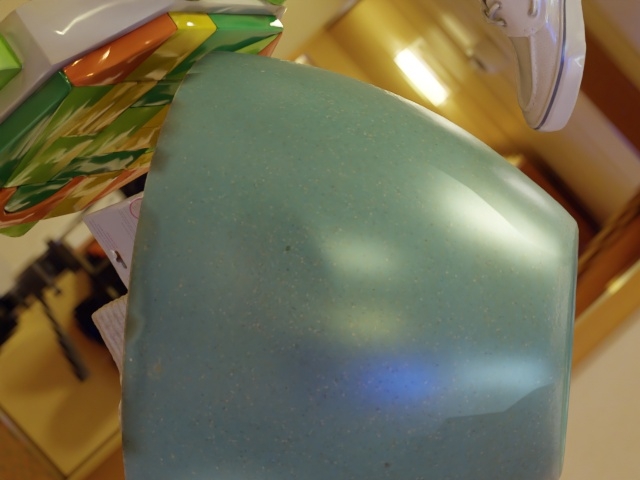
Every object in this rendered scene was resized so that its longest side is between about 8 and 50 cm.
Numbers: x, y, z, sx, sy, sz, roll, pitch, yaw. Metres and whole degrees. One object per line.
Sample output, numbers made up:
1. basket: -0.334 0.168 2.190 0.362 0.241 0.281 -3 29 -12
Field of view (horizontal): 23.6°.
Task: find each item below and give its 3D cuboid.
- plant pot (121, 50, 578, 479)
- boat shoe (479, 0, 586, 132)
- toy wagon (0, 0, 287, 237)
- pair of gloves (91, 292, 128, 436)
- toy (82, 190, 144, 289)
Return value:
1. plant pot: 0.033 0.051 0.804 0.195 0.290 0.290 4 -15 11
2. boat shoe: 0.070 -0.086 0.529 0.035 0.035 0.100 -133 -139 -66
3. toy wagon: -0.157 -0.083 0.895 0.068 0.267 0.344 54 21 7
4. pair of gloves: -0.073 0.128 1.331 0.042 0.240 0.204 -40 116 -70
5. toy: -0.134 -0.025 1.752 0.137 0.237 0.056 61 21 -25
